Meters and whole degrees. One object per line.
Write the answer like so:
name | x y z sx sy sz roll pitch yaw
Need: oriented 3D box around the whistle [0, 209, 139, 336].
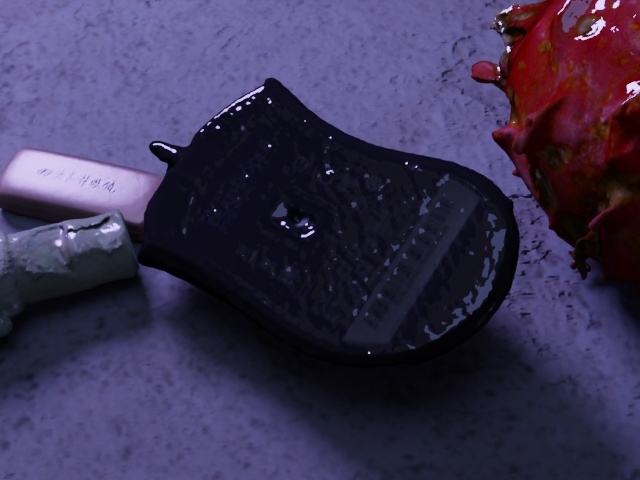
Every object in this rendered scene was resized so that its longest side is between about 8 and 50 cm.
whistle | -0.241 0.033 0.872 0.258 0.067 0.126 -15 62 -13

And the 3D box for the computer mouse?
computer mouse | 0.000 0.000 0.860 0.264 0.088 0.147 31 74 28

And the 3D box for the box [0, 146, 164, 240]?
box | -0.159 -0.032 0.945 0.115 0.025 0.048 13 50 17

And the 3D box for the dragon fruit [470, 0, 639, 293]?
dragon fruit | 0.204 -0.078 0.840 0.205 0.210 0.268 -21 42 -35
